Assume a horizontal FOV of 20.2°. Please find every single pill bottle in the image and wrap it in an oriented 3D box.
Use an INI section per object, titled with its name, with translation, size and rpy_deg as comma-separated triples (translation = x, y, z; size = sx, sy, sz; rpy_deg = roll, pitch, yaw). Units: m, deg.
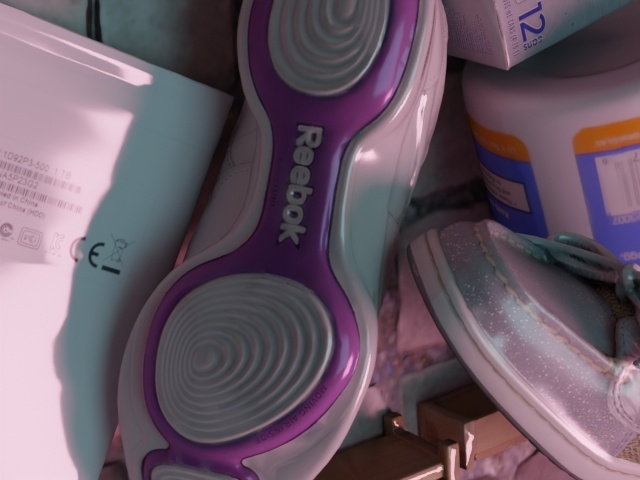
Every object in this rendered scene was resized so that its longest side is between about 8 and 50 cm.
[pill bottle]
translation = 0.179, 0.009, 0.992
size = 0.152, 0.152, 0.272
rpy_deg = -32, 121, -26

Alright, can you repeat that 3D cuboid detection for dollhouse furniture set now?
[dollhouse furniture set]
translation = 0.076, 0.166, 0.951
size = 0.182, 0.161, 0.101
rpy_deg = -17, 113, -32

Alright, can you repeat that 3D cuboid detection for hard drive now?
[hard drive]
translation = -0.174, 0.047, 0.805
size = 0.203, 0.040, 0.307
rpy_deg = 20, 91, -39

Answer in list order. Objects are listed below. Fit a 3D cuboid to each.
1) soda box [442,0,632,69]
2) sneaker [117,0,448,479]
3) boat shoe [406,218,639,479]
[soda box]
translation = 0.070, -0.236, 0.877
size = 0.098, 0.091, 0.286
rpy_deg = -30, 119, -25
[sneaker]
translation = 0.000, 0.000, 0.859
size = 0.152, 0.114, 0.305
rpy_deg = 12, 97, -75
[boat shoe]
translation = 0.173, 0.066, 0.865
size = 0.320, 0.118, 0.103
rpy_deg = 32, 111, -28
